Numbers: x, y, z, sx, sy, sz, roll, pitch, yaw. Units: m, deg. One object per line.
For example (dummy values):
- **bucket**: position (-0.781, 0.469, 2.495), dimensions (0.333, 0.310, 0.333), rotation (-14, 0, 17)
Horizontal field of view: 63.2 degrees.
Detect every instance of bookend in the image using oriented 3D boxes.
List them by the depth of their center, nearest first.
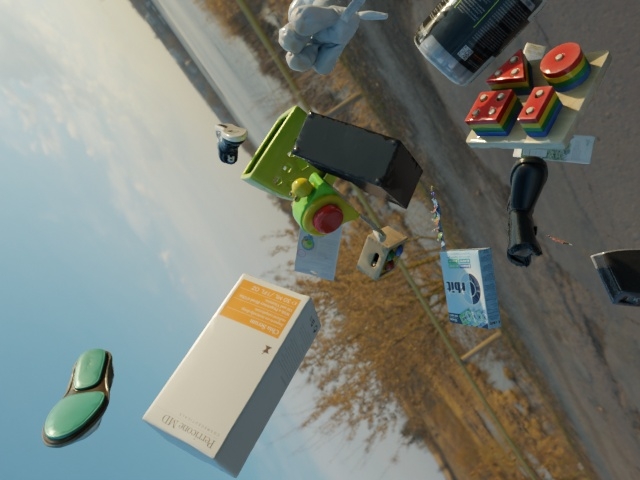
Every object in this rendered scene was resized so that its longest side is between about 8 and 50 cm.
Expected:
- **bookend**: position (0.064, -0.123, 0.821), dimensions (0.156, 0.073, 0.157), rotation (24, -179, 25)

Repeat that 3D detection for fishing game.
- **fishing game**: position (0.398, -0.053, 1.780), dimensions (0.189, 0.041, 0.264), rotation (-21, -81, -78)

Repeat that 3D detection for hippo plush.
- **hippo plush**: position (-0.016, -0.662, 1.504), dimensions (0.234, 0.294, 0.237), rotation (9, -127, -44)

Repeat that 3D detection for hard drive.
- **hard drive**: position (0.897, 0.098, 1.434), dimensions (0.054, 0.254, 0.172), rotation (105, 164, -53)

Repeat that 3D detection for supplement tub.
- **supplement tub**: position (0.418, -0.582, 1.316), dimensions (0.207, 0.338, 0.207), rotation (30, -147, -23)

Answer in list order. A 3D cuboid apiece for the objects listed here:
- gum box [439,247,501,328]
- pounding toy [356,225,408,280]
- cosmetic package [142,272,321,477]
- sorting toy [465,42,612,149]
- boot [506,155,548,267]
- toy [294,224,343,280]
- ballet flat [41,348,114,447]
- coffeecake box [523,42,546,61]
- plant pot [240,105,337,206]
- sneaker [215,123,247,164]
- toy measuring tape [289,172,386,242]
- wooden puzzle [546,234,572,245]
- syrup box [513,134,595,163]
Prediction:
- **gum box**: position (0.361, 0.113, 1.262), dimensions (0.157, 0.041, 0.185), rotation (171, 91, -69)
- **pounding toy**: position (0.216, 0.055, 1.696), dimensions (0.094, 0.181, 0.206), rotation (33, -148, 25)
- **cosmetic package**: position (-0.209, 0.329, 1.341), dimensions (0.229, 0.454, 0.162), rotation (16, 147, 24)
- **sorting toy**: position (0.482, -0.341, 1.202), dimensions (0.089, 0.256, 0.257), rotation (39, 167, -33)
- **boot**: position (0.542, -0.068, 1.363), dimensions (0.247, 0.094, 0.207), rotation (77, -161, -55)
- **toy**: position (0.000, 0.000, 1.664), dimensions (0.056, 0.136, 0.238), rotation (-53, -26, -61)
- **ballet flat**: position (-0.321, 0.227, 0.716), dimensions (0.213, 0.072, 0.068), rotation (-121, 27, -68)
- **coffeecake box**: position (0.701, -0.554, 1.790), dimensions (0.068, 0.186, 0.142), rotation (18, 173, 11)
- **plant pot**: position (-0.066, -0.209, 1.431), dimensions (0.207, 0.228, 0.227), rotation (33, 177, -15)
- **sneaker**: position (-0.273, -0.290, 1.622), dimensions (0.217, 0.079, 0.121), rotation (-137, 41, -60)
- **toy measuring tape**: position (0.032, -0.044, 1.194), dimensions (0.330, 0.121, 0.121), rotation (35, -165, -47)
- **wooden puzzle**: position (0.784, 0.001, 1.704), dimensions (0.049, 0.006, 0.083), rotation (5, -162, -38)
- **syrup box**: position (0.800, -0.321, 1.788), dimensions (0.096, 0.236, 0.093), rotation (-64, -20, -79)
